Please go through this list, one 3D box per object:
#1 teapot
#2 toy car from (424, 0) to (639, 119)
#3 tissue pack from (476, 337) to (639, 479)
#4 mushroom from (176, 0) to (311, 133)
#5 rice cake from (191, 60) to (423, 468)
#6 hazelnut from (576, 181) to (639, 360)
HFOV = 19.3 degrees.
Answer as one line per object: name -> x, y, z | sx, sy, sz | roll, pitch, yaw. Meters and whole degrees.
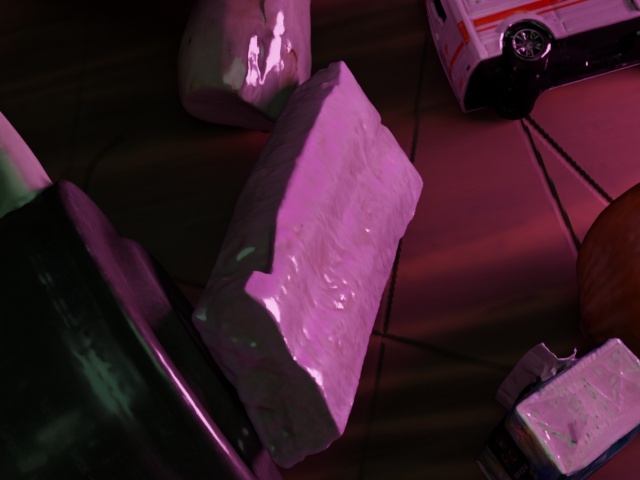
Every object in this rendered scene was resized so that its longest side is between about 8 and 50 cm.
teapot -> -0.182, 0.090, 1.022 | 0.239, 0.239, 0.321 | -33, 116, -1
toy car -> 0.175, -0.161, 1.250 | 0.210, 0.089, 0.108 | -16, 68, -9
tissue pack -> 0.143, 0.106, 1.136 | 0.085, 0.111, 0.079 | -34, 76, -18
mushroom -> -0.023, -0.174, 1.236 | 0.092, 0.081, 0.223 | 22, 68, 4
rice cake -> -0.001, -0.001, 1.090 | 0.106, 0.050, 0.298 | 55, 27, -20
hazelnut -> 0.237, 0.028, 1.175 | 0.150, 0.150, 0.150 | 2, 70, -6
